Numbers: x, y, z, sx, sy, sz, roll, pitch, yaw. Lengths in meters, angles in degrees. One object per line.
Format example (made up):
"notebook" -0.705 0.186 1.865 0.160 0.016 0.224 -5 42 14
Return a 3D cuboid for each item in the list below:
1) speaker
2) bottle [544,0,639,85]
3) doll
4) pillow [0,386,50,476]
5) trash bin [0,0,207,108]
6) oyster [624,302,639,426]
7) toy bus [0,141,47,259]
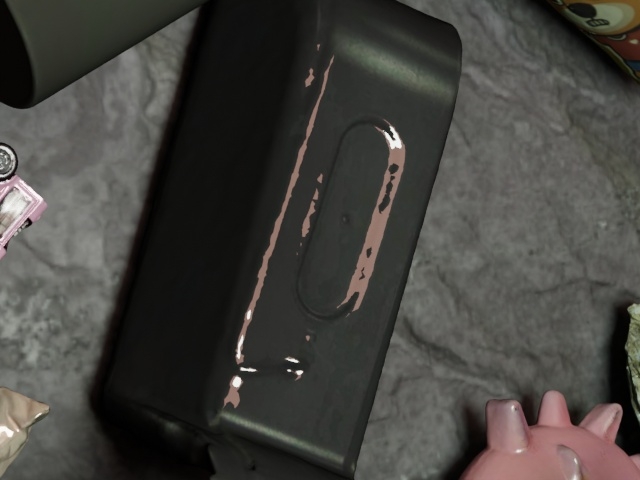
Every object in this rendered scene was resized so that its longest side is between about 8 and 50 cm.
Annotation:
"speaker" 0.000 0.000 1.282 0.180 0.184 0.388 21 75 -26
"bottle" 0.180 -0.254 1.388 0.351 0.171 0.171 33 71 -31
"doll" 0.156 0.212 1.403 0.262 0.093 0.211 -1 84 -34
"pillow" -0.289 0.175 1.125 0.270 0.173 0.067 -57 147 -21
"trash bin" -0.099 -0.243 1.232 0.334 0.214 0.214 -35 103 -22
"oyster" 0.276 0.136 1.478 0.064 0.125 0.177 -28 114 12
"toy bus" -0.264 -0.062 1.209 0.203 0.063 0.090 43 70 -17
